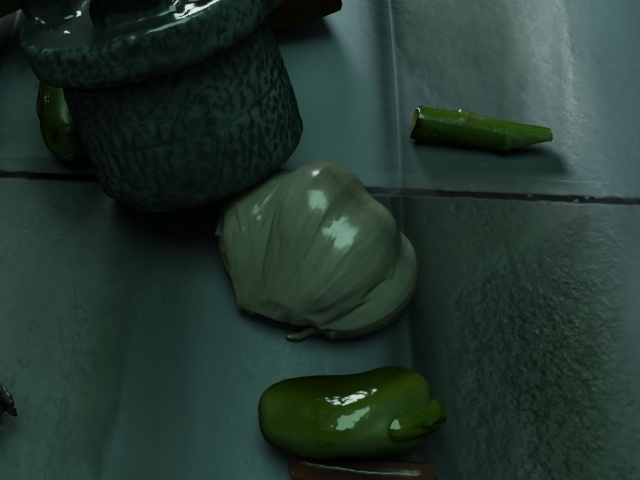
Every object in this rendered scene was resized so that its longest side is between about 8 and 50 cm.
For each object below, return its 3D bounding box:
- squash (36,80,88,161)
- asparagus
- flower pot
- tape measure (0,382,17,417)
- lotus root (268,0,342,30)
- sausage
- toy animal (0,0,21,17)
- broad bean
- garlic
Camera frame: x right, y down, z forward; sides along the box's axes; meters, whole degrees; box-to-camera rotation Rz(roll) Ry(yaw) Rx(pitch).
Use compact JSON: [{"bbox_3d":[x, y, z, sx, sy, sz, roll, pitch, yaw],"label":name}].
[{"bbox_3d":[-0.302,-0.235,1.120,0.087,0.087,0.331,-2,53,-7],"label":"squash"},{"bbox_3d":[0.201,-0.136,1.127,0.178,0.041,0.045,8,78,-6],"label":"asparagus"},{"bbox_3d":[-0.148,-0.214,0.947,0.299,0.283,0.299,-14,31,9],"label":"flower pot"},{"bbox_3d":[-0.431,0.153,0.804,0.197,0.120,0.236,42,56,15],"label":"tape measure"},{"bbox_3d":[-0.137,-0.429,1.160,0.250,0.316,0.316,-17,57,-3],"label":"lotus root"},{"bbox_3d":[0.042,0.222,0.860,0.147,0.035,0.030,6,86,-1],"label":"sausage"},{"bbox_3d":[-0.461,-0.299,1.075,0.363,0.181,0.180,-43,57,-19],"label":"toy animal"},{"bbox_3d":[0.030,0.168,0.854,0.174,0.124,0.082,-8,96,-9],"label":"broad bean"},{"bbox_3d":[0.000,0.000,0.950,0.229,0.143,0.178,29,55,4],"label":"garlic"}]
